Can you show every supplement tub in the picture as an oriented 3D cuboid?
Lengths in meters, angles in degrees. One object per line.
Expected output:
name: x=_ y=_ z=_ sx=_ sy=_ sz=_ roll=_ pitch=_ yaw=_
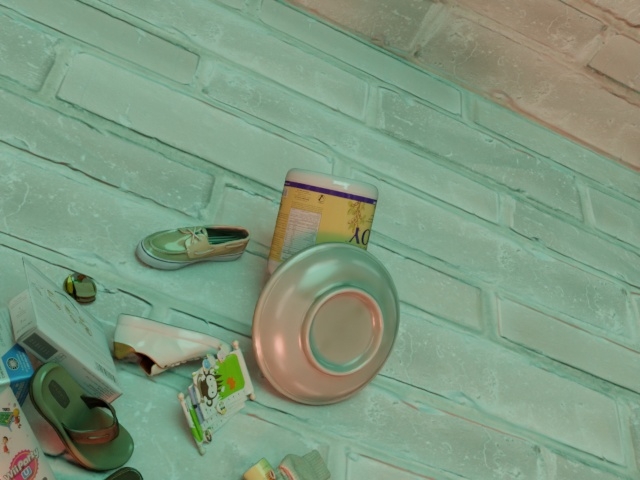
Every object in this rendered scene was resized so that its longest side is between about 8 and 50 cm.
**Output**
supplement tub: x=0.000 y=0.000 z=2.272 sx=0.241 sy=0.331 sz=0.241 roll=12 pitch=3 yaw=-1

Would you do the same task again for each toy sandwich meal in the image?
toy sandwich meal: x=-0.548 y=0.106 z=2.065 sx=0.086 sy=0.029 sz=0.085 roll=19 pitch=44 yaw=-19

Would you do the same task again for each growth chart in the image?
growth chart: x=-0.231 y=0.340 z=2.018 sx=0.237 sy=0.021 sz=0.171 roll=-40 pitch=113 yaw=-48

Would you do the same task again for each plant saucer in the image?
plant saucer: x=0.038 y=0.206 z=2.132 sx=0.401 sy=0.400 sz=0.101 roll=7 pitch=5 yaw=-30

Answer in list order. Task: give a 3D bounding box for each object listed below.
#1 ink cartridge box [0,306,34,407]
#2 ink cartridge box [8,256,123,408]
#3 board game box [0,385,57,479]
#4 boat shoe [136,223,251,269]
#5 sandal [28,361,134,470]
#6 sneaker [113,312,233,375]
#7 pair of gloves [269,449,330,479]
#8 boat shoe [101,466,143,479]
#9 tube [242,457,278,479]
ink cartridge box: x=-0.701 y=0.257 z=1.718 sx=0.233 sy=0.168 sz=0.171 roll=-11 pitch=60 yaw=-40
ink cartridge box: x=-0.535 y=0.190 z=1.869 sx=0.275 sy=0.060 sz=0.239 roll=52 pitch=1 yaw=-41
board game box: x=-0.569 y=0.390 z=1.542 sx=0.097 sy=0.224 sz=0.303 roll=-44 pitch=123 yaw=-48
boat shoe: x=-0.315 y=0.000 z=2.270 sx=0.302 sy=0.094 sz=0.109 roll=-6 pitch=57 yaw=-38
sandal: x=-0.456 y=0.354 z=1.769 sx=0.302 sy=0.086 sz=0.120 roll=59 pitch=33 yaw=-39
sneaker: x=-0.339 y=0.254 z=2.046 sx=0.290 sy=0.106 sz=0.123 roll=18 pitch=77 yaw=-30
pair of gloves: x=-0.005 y=0.568 z=1.956 sx=0.204 sy=0.042 sz=0.240 roll=5 pitch=51 yaw=-57
boat shoe: x=-0.418 y=0.523 z=1.723 sx=0.095 sy=0.095 sz=0.257 roll=38 pitch=41 yaw=2
tube: x=-0.070 y=0.579 z=1.940 sx=0.070 sy=0.062 sz=0.240 roll=-37 pitch=81 yaw=-12
